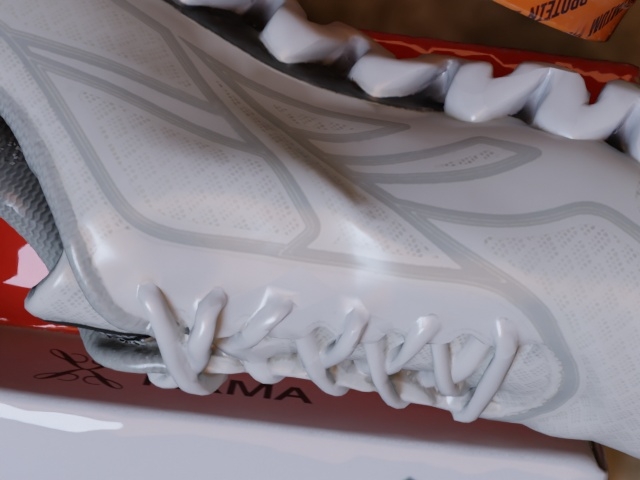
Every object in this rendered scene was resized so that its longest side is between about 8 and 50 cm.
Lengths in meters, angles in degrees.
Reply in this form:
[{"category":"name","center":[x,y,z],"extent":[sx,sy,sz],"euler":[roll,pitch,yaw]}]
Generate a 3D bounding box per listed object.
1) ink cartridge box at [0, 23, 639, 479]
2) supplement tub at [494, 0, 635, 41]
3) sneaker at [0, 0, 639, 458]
[{"category":"ink cartridge box","center":[-0.046,0.049,0.452],"extent":[0.275,0.060,0.239],"euler":[7,109,1]},{"category":"supplement tub","center":[0.078,-0.154,0.348],"extent":[0.117,0.117,0.190],"euler":[25,107,-5]},{"category":"sneaker","center":[0.000,0.000,0.360],"extent":[0.292,0.118,0.110],"euler":[27,144,8]}]
